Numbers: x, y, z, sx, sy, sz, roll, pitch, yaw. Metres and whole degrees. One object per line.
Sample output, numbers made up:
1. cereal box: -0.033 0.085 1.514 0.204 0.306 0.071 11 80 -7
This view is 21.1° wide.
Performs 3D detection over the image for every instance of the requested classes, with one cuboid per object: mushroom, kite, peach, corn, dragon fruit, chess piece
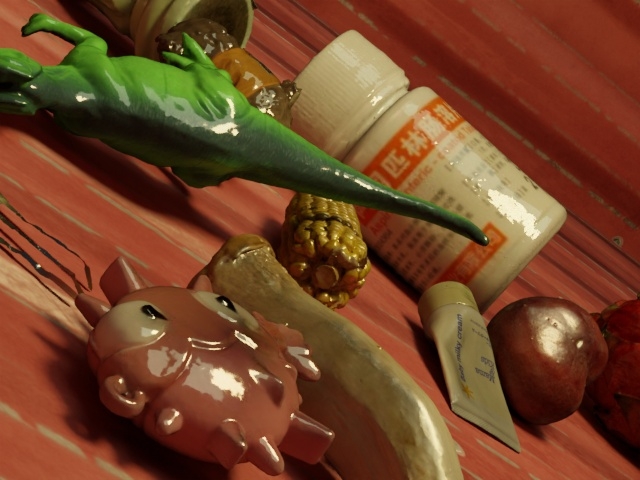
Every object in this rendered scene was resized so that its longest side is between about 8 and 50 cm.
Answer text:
1. mushroom: 0.009 0.131 1.419 0.351 0.123 0.095 49 -15 31
2. kite: -0.268 -0.031 1.374 0.229 0.016 0.127 40 16 0
3. peach: 0.264 0.135 2.047 0.152 0.152 0.152 38 13 -11
4. corn: 0.000 0.000 1.850 0.101 0.101 0.291 38 12 -13
5. dragon fruit: 0.469 0.180 2.314 0.299 0.244 0.244 29 3 38
6. chess piece: -0.242 -0.314 2.154 0.298 0.175 0.176 33 8 26

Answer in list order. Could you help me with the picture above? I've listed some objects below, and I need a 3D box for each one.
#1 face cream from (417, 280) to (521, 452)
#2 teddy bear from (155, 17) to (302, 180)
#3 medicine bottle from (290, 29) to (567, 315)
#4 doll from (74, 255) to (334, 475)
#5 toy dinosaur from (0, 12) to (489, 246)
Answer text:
1. face cream: 0.170 0.143 1.974 0.114 0.070 0.224 33 24 -31
2. teddy bear: -0.114 -0.174 1.990 0.190 0.140 0.177 49 16 6
3. medicine bottle: 0.117 -0.080 2.207 0.371 0.211 0.211 42 13 5
4. doll: -0.084 0.096 1.279 0.211 0.093 0.262 46 25 24
5. toy dinosaur: -0.087 -0.100 1.649 0.500 0.144 0.374 20 8 12
